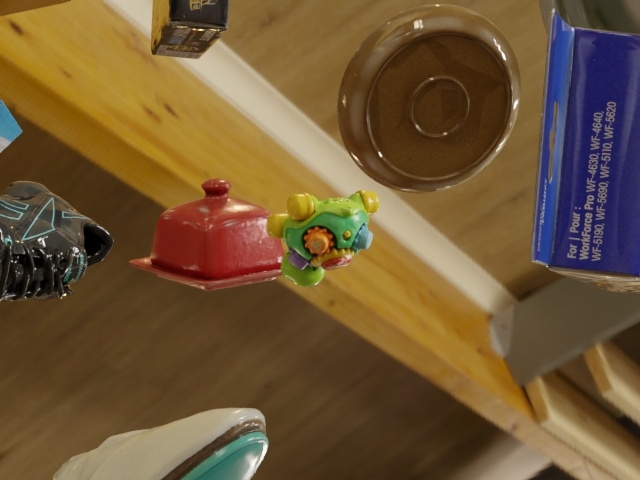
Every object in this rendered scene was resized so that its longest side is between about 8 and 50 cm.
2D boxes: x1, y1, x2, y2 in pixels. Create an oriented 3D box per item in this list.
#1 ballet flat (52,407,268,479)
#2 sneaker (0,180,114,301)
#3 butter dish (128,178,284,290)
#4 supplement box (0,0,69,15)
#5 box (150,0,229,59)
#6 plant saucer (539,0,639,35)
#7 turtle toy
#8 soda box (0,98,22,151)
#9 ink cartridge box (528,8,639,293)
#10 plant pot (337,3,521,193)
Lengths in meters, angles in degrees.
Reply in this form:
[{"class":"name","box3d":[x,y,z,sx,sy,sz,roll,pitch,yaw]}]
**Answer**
[{"class":"ballet flat","box3d":[-0.198,0.262,0.907,0.139,0.139,0.400,21,-67,-37]},{"class":"sneaker","box3d":[-0.267,0.007,0.950,0.106,0.267,0.101,23,-73,3]},{"class":"butter dish","box3d":[-0.121,-0.013,1.250,0.160,0.160,0.118,-7,-77,-42]},{"class":"supplement box","box3d":[-0.243,-0.309,0.913,0.129,0.191,0.194,-34,-65,-31]},{"class":"box","box3d":[-0.146,-0.368,1.221,0.073,0.293,0.296,2,-88,-14]},{"class":"plant saucer","box3d":[0.484,-0.351,1.387,0.400,0.100,0.401,4,-64,8]},{"class":"turtle toy","box3d":[0.000,0.000,1.025,0.095,0.066,0.130,-4,-19,-29]},{"class":"soda box","box3d":[-0.505,-0.110,1.432,0.210,0.067,0.071,-48,-30,-18]},{"class":"ink cartridge box","box3d":[0.227,-0.047,0.794,0.065,0.165,0.332,5,-3,25]},{"class":"plant pot","box3d":[0.138,-0.162,1.287,0.236,0.032,0.236,-6,-66,-14]}]
